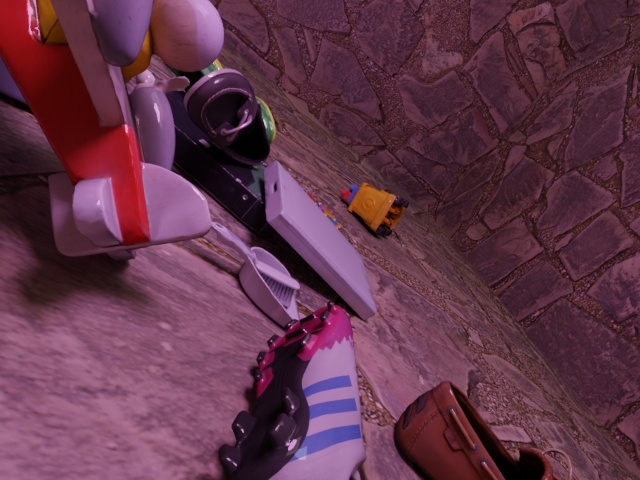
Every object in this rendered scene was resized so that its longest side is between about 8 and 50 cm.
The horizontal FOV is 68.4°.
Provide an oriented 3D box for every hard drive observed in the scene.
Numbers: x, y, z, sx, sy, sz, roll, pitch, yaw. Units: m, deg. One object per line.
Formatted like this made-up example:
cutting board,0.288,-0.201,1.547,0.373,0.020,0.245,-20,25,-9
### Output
hard drive,0.000,0.000,0.942,0.307,0.040,0.203,47,18,-32
hard drive,-0.211,-0.170,0.964,0.339,0.064,0.237,40,17,-7

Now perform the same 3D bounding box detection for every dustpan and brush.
dustpan and brush,-0.094,0.045,0.716,0.211,0.060,0.147,34,19,-29

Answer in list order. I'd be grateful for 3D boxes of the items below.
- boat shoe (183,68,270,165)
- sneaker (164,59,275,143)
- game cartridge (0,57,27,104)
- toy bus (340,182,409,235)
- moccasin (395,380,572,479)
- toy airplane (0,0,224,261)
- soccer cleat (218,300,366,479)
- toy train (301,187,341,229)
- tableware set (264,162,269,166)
boat shoe,-0.140,-0.202,0.823,0.095,0.112,0.335,49,1,-1
sneaker,-0.223,-0.301,1.015,0.295,0.109,0.123,45,39,-2
game cartridge,-0.356,-0.325,0.635,0.196,0.294,0.060,25,4,-44
toy bus,0.181,-0.126,1.657,0.211,0.149,0.220,32,10,20
moccasin,0.288,0.358,0.681,0.380,0.147,0.139,46,17,8
toy airplane,-0.214,-0.170,0.498,0.386,0.272,0.384,39,-27,45
soccer cleat,-0.008,0.189,0.521,0.143,0.116,0.331,57,17,-9
toy train,-0.013,-0.068,1.208,0.125,0.046,0.166,31,18,-33
tableware set,-0.178,-0.199,1.186,0.141,0.020,0.168,40,16,-18
